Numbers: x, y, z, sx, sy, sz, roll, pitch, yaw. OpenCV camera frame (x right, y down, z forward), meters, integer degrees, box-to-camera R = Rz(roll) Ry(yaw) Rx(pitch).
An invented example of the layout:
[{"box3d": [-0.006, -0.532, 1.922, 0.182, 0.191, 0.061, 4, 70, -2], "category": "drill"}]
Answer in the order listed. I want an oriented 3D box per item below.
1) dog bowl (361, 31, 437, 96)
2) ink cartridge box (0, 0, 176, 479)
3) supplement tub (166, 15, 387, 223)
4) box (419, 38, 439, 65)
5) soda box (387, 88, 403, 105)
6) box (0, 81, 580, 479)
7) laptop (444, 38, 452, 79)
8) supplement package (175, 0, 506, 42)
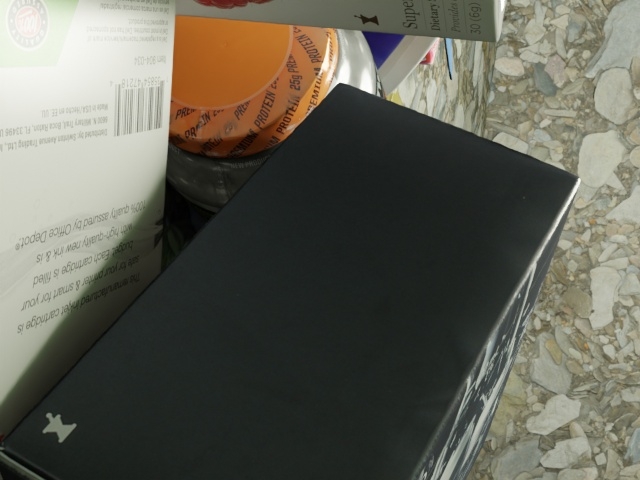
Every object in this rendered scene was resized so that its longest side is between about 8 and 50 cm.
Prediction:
[{"box3d": [0.078, -0.282, 1.020, 0.265, 0.104, 0.265, -56, -166, 21], "category": "dog bowl"}, {"box3d": [-0.174, -0.025, 0.512, 0.198, 0.115, 0.272, -29, 126, -68], "category": "ink cartridge box"}, {"box3d": [-0.033, -0.086, 0.820, 0.316, 0.194, 0.193, 56, 45, -67], "category": "supplement tub"}, {"box3d": [0.116, -0.377, 1.288, 0.128, 0.123, 0.257, 72, 31, -60], "category": "box"}, {"box3d": [0.092, -0.172, 1.429, 0.181, 0.061, 0.058, 50, 52, -69], "category": "soda box"}, {"box3d": [-0.005, 0.133, 0.622, 0.343, 0.179, 0.312, -52, 158, -38], "category": "box"}, {"box3d": [0.290, -0.524, 1.507, 0.236, 0.408, 0.382, 20, 64, -41], "category": "laptop"}, {"box3d": [-0.027, -0.247, 0.569, 0.177, 0.293, 0.175, 66, 36, -61], "category": "supplement package"}]
